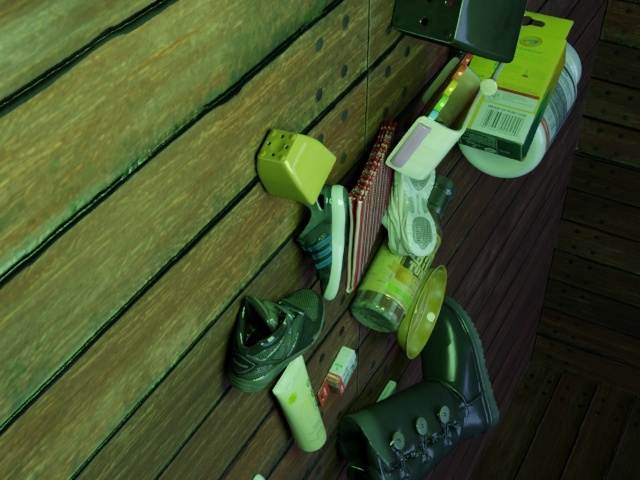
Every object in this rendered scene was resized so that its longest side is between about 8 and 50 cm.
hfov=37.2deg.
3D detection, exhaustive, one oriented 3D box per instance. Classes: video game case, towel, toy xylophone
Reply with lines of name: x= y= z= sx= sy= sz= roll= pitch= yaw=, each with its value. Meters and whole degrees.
video game case: x=0.135 y=0.460 z=2.301 sx=0.173 sy=0.022 sz=0.190 roll=-51 pitch=152 yaw=-42
towel: x=0.085 y=-0.065 z=1.648 sx=0.275 sy=0.031 sz=0.199 roll=-65 pitch=162 yaw=-51
toy xylophone: x=0.228 y=-0.238 z=1.694 sx=0.236 sy=0.081 sz=0.323 roll=-53 pitch=-177 yaw=27

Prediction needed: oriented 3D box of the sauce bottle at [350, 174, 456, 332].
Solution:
sauce bottle: x=0.176 y=0.017 z=1.910 sx=0.344 sy=0.111 sz=0.111 roll=-62 pitch=157 yaw=-24

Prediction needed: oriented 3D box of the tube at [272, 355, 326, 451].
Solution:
tube: x=-0.038 y=0.295 z=1.696 sx=0.240 sy=0.062 sz=0.070 roll=75 pitch=-2 yaw=-47

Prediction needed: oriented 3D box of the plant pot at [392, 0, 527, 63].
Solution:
plant pot: x=0.225 y=-0.409 z=1.600 sx=0.167 sy=0.188 sz=0.187 roll=-15 pitch=123 yaw=-49

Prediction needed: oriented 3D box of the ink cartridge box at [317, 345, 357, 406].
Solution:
ink cartridge box: x=0.035 y=0.274 z=1.888 sx=0.115 sy=0.029 sz=0.063 roll=-61 pitch=157 yaw=-26

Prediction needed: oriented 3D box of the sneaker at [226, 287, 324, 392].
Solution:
sneaker: x=-0.058 y=0.121 z=1.453 sx=0.227 sy=0.087 sz=0.130 roll=-40 pitch=149 yaw=-44

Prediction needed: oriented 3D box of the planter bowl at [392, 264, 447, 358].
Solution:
planter bowl: x=0.195 y=0.143 z=2.084 sx=0.217 sy=0.090 sz=0.217 roll=-52 pitch=152 yaw=-42

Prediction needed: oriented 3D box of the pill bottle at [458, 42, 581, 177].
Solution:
pill bottle: x=0.472 y=-0.322 z=2.211 sx=0.363 sy=0.210 sz=0.210 roll=-51 pitch=151 yaw=-42

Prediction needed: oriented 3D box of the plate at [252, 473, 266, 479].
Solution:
plate: x=-0.128 y=0.592 z=1.738 sx=0.278 sy=0.045 sz=0.277 roll=-63 pitch=157 yaw=-21

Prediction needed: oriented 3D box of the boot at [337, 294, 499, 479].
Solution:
boot: x=0.198 y=0.351 z=2.177 sx=0.445 sy=0.146 sz=0.367 roll=-20 pitch=86 yaw=-40

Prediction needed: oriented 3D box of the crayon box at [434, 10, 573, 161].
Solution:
crayon box: x=0.387 y=-0.338 z=1.998 sx=0.319 sy=0.202 sz=0.081 roll=-63 pitch=158 yaw=-18

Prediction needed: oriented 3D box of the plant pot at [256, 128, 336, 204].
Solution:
plant pot: x=-0.042 y=-0.110 z=1.317 sx=0.081 sy=0.081 sz=0.083 roll=-64 pitch=147 yaw=-16

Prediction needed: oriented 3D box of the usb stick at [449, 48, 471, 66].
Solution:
usb stick: x=0.335 y=-0.478 z=1.972 sx=0.077 sy=0.045 sz=0.278 roll=70 pitch=43 yaw=-68

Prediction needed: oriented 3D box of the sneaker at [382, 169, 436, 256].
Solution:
sneaker: x=0.154 y=-0.079 z=1.823 sx=0.090 sy=0.115 sz=0.232 roll=10 pitch=76 yaw=-36

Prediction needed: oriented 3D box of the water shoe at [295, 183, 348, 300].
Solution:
water shoe: x=0.000 y=0.000 z=1.513 sx=0.073 sy=0.080 sz=0.203 roll=-76 pitch=171 yaw=-62
